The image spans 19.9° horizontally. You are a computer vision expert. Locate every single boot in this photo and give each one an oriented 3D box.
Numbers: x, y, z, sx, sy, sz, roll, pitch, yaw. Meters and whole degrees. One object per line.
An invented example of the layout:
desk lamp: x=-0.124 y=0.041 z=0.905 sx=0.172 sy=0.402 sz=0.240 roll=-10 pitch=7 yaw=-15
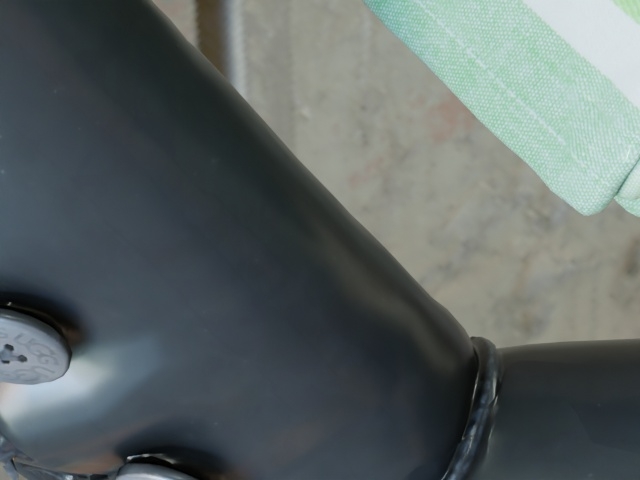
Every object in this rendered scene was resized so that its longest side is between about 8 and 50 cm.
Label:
boot: x=-0.002 y=0.001 z=0.580 sx=0.367 sy=0.146 sz=0.445 roll=-25 pitch=122 yaw=32

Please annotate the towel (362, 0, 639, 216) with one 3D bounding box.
towel: x=0.076 y=-0.182 z=0.485 sx=0.038 sy=0.248 sz=0.325 roll=-29 pitch=160 yaw=-40
